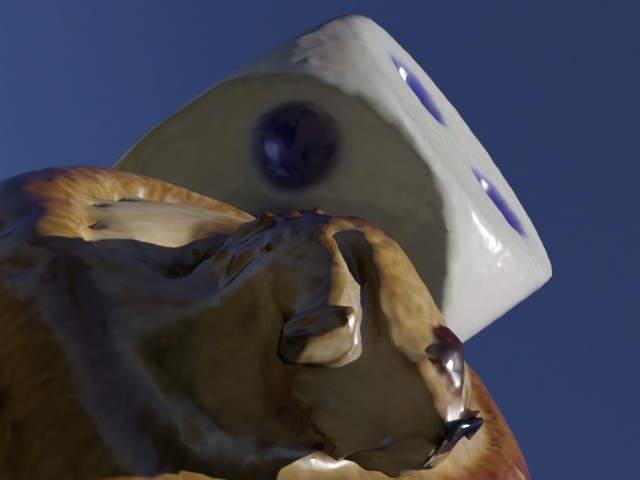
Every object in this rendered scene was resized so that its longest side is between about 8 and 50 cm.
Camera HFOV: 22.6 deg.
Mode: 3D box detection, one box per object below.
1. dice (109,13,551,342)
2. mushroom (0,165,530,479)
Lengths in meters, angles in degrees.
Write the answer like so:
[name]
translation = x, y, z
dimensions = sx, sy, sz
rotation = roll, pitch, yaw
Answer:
[dice]
translation = 0.000, 0.000, 1.207
dimensions = 0.251, 0.259, 0.243
rotation = 55, 12, 4
[mushroom]
translation = -0.029, 0.070, 0.792
dimensions = 0.345, 0.345, 0.260
rotation = 46, -66, 28
